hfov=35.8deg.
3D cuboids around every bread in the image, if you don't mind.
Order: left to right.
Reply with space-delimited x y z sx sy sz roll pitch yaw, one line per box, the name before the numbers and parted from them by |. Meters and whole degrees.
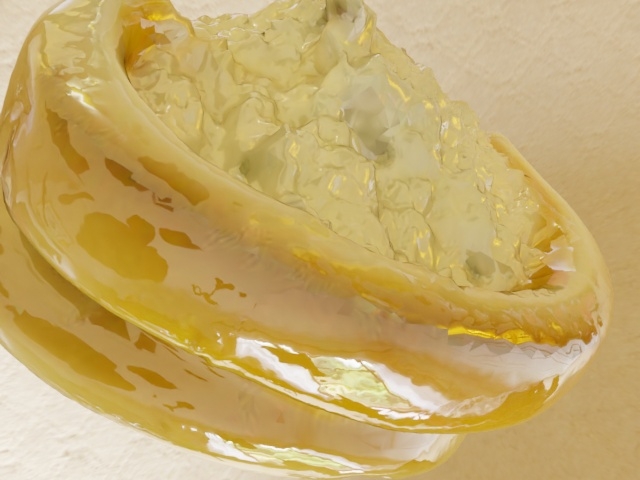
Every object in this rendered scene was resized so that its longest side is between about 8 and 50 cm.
bread | -0.013 -0.007 0.657 0.424 0.245 0.329 13 52 -34
